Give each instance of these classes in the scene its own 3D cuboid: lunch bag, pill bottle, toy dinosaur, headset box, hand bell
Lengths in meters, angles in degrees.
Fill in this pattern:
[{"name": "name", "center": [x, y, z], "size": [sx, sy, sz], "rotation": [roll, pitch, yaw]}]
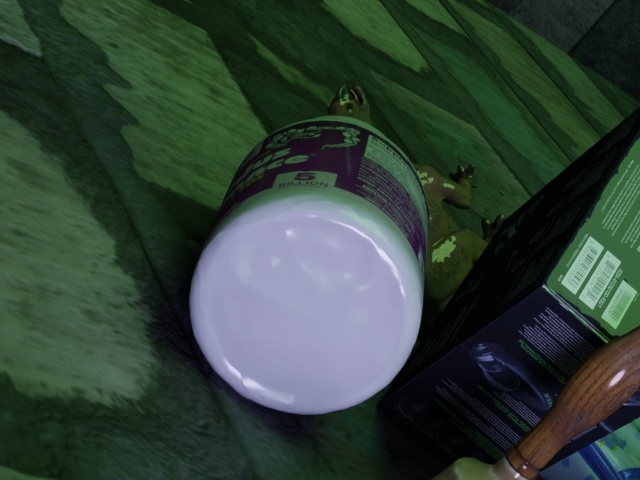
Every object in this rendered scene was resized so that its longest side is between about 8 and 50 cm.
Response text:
[{"name": "lunch bag", "center": [0.269, 0.208, 1.449], "size": [0.219, 0.090, 0.176], "rotation": [16, 34, -51]}, {"name": "pill bottle", "center": [0.000, 0.000, 1.239], "size": [0.169, 0.169, 0.301], "rotation": [39, 18, -9]}, {"name": "toy dinosaur", "center": [0.083, 0.002, 1.498], "size": [0.295, 0.127, 0.200], "rotation": [56, 27, 5]}, {"name": "headset box", "center": [0.200, 0.051, 1.271], "size": [0.131, 0.283, 0.246], "rotation": [41, 54, -4]}, {"name": "hand bell", "center": [0.147, 0.148, 1.089], "size": [0.126, 0.242, 0.126], "rotation": [38, 19, -15]}]
